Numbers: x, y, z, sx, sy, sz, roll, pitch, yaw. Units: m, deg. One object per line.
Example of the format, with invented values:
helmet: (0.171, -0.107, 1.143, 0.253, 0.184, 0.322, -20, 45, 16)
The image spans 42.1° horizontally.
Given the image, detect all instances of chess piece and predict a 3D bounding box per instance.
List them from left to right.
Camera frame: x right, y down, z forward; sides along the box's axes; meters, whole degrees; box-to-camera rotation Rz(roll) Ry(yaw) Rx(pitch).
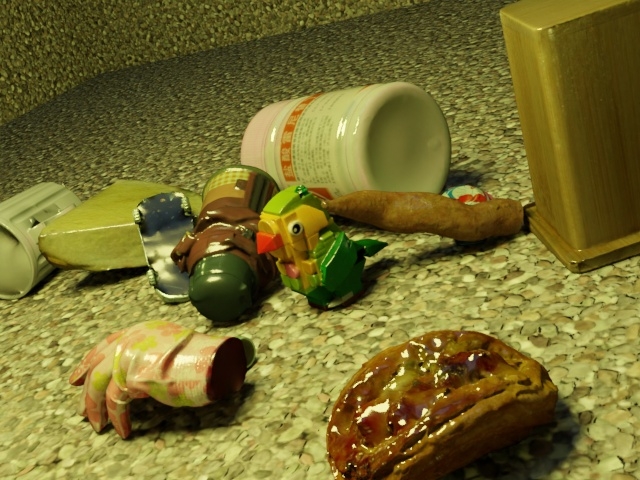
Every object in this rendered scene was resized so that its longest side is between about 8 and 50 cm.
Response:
chess piece: (-0.127, 0.143, 1.069, 0.093, 0.042, 0.042, -6, 25, 44)

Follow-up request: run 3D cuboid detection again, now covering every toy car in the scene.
toy car: (-0.238, 0.010, 1.329, 0.095, 0.056, 0.205, -15, 63, -10)

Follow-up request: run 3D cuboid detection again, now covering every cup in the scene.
cup: (-0.525, -0.005, 1.556, 0.221, 0.167, 0.202, 7, 28, 19)

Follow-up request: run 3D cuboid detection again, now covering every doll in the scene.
doll: (-0.005, 0.007, 1.113, 0.106, 0.186, 0.134, 16, 70, 52)

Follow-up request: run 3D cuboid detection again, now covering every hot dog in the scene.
hot dog: (0.108, 0.161, 0.780, 0.226, 0.099, 0.160, -29, 24, -16)

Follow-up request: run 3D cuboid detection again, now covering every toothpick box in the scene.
toothpick box: (0.338, -0.149, 1.026, 0.187, 0.308, 0.190, -18, 25, 2)

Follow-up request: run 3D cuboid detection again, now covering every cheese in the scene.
cheese: (0.210, -0.039, 1.211, 0.095, 0.038, 0.145, -9, 37, 7)

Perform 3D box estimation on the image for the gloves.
gloves: (-0.212, 0.155, 1.007, 0.241, 0.126, 0.145, 0, 34, 22)

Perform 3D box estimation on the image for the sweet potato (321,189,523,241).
sweet potato: (0.134, -0.035, 1.120, 0.281, 0.059, 0.067, 4, 34, -8)

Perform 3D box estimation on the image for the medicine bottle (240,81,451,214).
medicine bottle: (0.032, -0.139, 1.335, 0.202, 0.202, 0.315, -34, 21, -32)

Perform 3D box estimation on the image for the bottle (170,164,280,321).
bottle: (-0.137, 0.003, 1.237, 0.156, 0.143, 0.271, -3, 37, 7)

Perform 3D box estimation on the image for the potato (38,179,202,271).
potato: (-0.306, -0.010, 1.452, 0.255, 0.112, 0.269, 3, 27, 19)
